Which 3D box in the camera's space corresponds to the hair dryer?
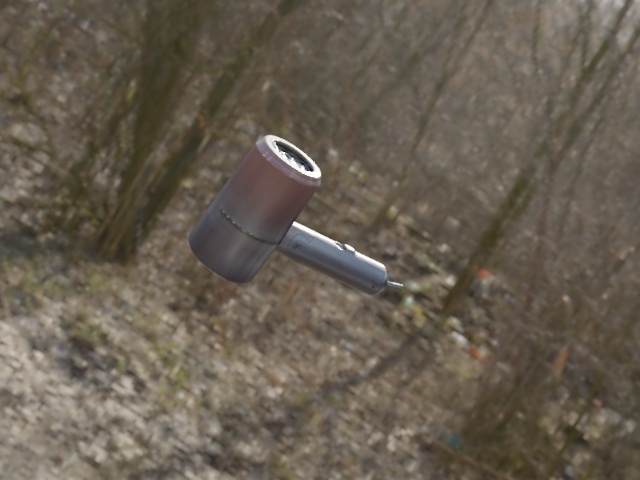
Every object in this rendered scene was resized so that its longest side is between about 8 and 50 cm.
[{"bbox_3d":[0.000,0.000,0.586,0.114,0.063,0.037,26,21,-31],"label":"hair dryer"}]
